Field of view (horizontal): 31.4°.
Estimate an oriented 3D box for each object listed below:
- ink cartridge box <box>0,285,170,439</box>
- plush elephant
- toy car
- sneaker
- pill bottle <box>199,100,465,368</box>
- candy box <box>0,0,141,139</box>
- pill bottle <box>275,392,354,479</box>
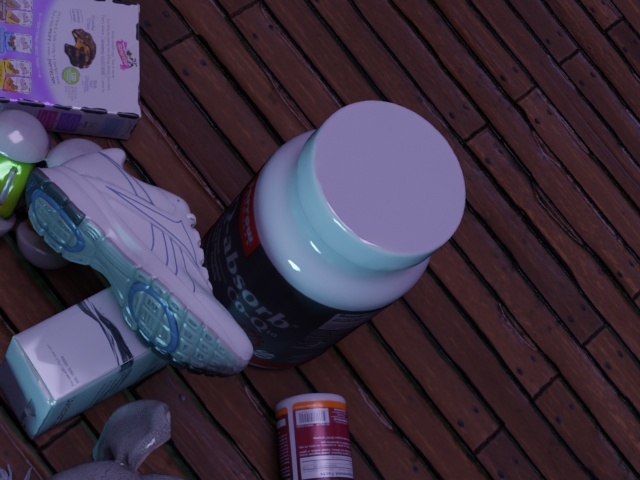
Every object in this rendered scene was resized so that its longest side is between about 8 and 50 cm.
[{"bbox_3d":[-0.237,0.116,1.242,0.208,0.153,0.086,-29,80,-32],"label":"ink cartridge box"},{"bbox_3d":[-0.205,0.309,1.113,0.330,0.255,0.272,40,58,-4],"label":"plush elephant"},{"bbox_3d":[-0.325,-0.070,1.302,0.182,0.159,0.136,24,26,-13],"label":"toy car"},{"bbox_3d":[-0.167,0.013,1.173,0.297,0.111,0.129,47,51,6],"label":"sneaker"},{"bbox_3d":[0.000,0.000,1.275,0.210,0.363,0.210,10,65,-21],"label":"pill bottle"},{"bbox_3d":[-0.323,-0.219,1.394,0.196,0.070,0.164,5,66,-22],"label":"candy box"},{"bbox_3d":[-0.005,0.260,1.326,0.086,0.086,0.152,4,68,-23],"label":"pill bottle"}]
